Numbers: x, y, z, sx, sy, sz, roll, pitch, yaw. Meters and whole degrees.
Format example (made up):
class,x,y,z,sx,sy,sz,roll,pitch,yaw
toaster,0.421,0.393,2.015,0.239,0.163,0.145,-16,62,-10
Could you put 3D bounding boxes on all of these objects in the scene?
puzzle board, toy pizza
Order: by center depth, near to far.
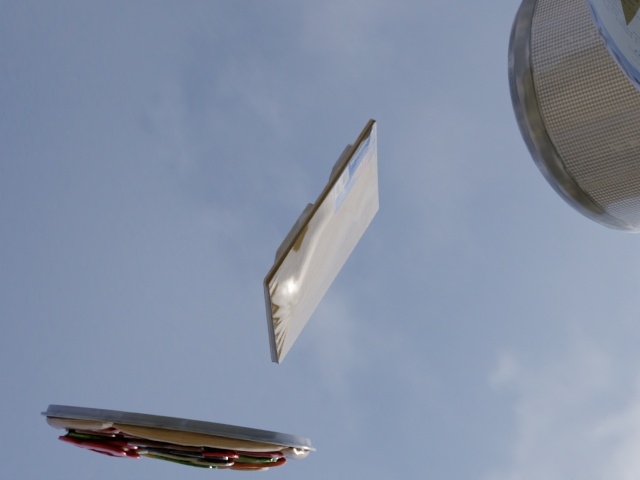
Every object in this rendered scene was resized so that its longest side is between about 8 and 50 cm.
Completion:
class,x,y,z,sx,sy,sz,roll,pitch,yaw
puzzle board,0.000,0.000,1.142,0.011,0.096,0.128,24,-118,17
toy pizza,-0.104,0.147,1.395,0.201,0.201,0.032,9,-98,-10

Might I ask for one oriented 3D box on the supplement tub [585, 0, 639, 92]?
class,x,y,z,sx,sy,sz,roll,pitch,yaw
supplement tub,0.200,-0.166,0.683,0.228,0.316,0.228,-2,-105,9

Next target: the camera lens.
class,x,y,z,sx,sy,sz,roll,pitch,yaw
camera lens,0.291,-0.134,1.405,0.219,0.274,0.219,14,-112,-41
